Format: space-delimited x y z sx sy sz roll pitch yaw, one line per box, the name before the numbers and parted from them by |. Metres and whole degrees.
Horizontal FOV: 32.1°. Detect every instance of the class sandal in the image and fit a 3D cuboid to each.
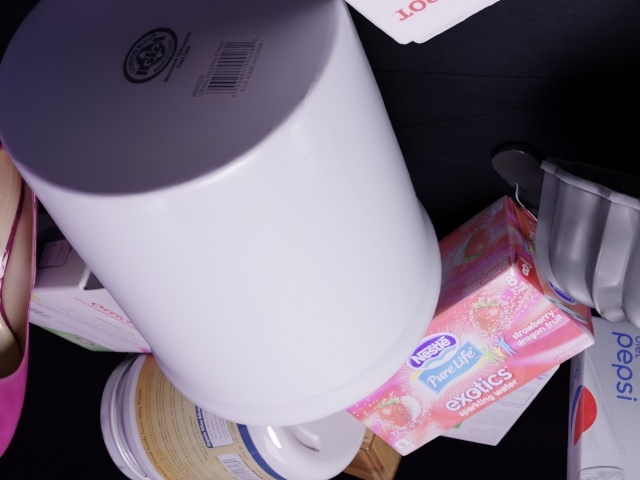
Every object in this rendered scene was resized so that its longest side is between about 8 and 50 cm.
sandal | 0.250 -0.046 1.248 0.067 0.040 0.179 -18 141 38

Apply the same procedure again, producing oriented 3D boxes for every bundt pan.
bundt pan | 0.356 0.024 1.079 0.330 0.124 0.331 15 -168 -3

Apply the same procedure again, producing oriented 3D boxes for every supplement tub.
supplement tub | -0.119 0.220 1.485 0.316 0.228 0.228 -15 143 38

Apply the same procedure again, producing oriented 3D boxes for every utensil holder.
utensil holder | -0.081 -0.053 1.046 0.327 0.328 0.385 -2 147 18

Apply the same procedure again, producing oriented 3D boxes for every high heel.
high heel | -0.379 0.061 1.272 0.127 0.377 0.181 0 165 -33

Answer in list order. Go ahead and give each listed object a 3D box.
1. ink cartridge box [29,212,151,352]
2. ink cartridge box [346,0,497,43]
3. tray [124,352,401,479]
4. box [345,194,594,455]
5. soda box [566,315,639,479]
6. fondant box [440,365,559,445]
ink cartridge box | -0.256 0.053 1.407 0.353 0.119 0.207 -4 151 47
ink cartridge box | 0.044 -0.292 0.793 0.283 0.117 0.207 31 142 -34
tray | -0.087 0.263 1.729 0.410 0.076 0.203 14 157 20
box | 0.159 0.105 1.333 0.154 0.142 0.300 41 122 -22
soda box | 0.384 0.249 1.480 0.098 0.286 0.091 8 151 3
fondant box | 0.186 0.183 1.612 0.238 0.096 0.330 11 149 -2
